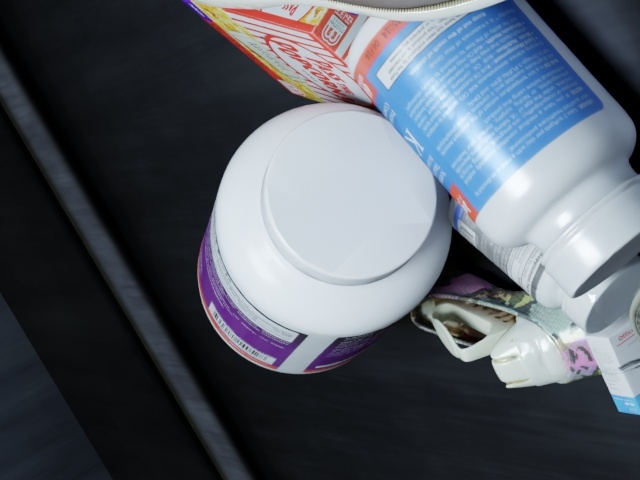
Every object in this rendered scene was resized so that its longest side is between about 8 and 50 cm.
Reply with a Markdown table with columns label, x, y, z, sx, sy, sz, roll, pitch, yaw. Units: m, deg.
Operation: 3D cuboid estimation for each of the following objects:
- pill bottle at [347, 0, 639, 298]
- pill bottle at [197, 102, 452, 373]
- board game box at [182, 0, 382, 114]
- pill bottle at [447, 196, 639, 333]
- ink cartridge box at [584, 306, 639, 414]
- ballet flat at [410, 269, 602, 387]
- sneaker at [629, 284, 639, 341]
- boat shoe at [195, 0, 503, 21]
| label | x | y | z | sx | sy | sz | roll | pitch | yaw |
| --- | --- | --- | --- | --- | --- | --- | --- | --- | --- |
| pill bottle | 0.129 | -0.074 | 1.030 | 0.221 | 0.124 | 0.124 | 51 | 156 | 15 |
| pill bottle | 0.000 | 0.000 | 1.245 | 0.181 | 0.181 | 0.323 | 55 | 166 | 5 |
| board game box | -0.004 | -0.154 | 1.210 | 0.147 | 0.045 | 0.193 | 37 | 172 | -37 |
| pill bottle | 0.164 | 0.000 | 1.113 | 0.137 | 0.078 | 0.078 | 43 | 153 | 29 |
| ink cartridge box | 0.226 | 0.079 | 1.128 | 0.028 | 0.048 | 0.083 | 2 | 122 | 62 |
| ballet flat | 0.150 | 0.075 | 1.233 | 0.221 | 0.079 | 0.077 | 17 | 134 | 55 |
| sneaker | 0.263 | -0.034 | 0.891 | 0.083 | 0.118 | 0.222 | 38 | 128 | -8 |
| boat shoe | 0.012 | -0.210 | 0.982 | 0.324 | 0.116 | 0.097 | 5 | 163 | 33 |
